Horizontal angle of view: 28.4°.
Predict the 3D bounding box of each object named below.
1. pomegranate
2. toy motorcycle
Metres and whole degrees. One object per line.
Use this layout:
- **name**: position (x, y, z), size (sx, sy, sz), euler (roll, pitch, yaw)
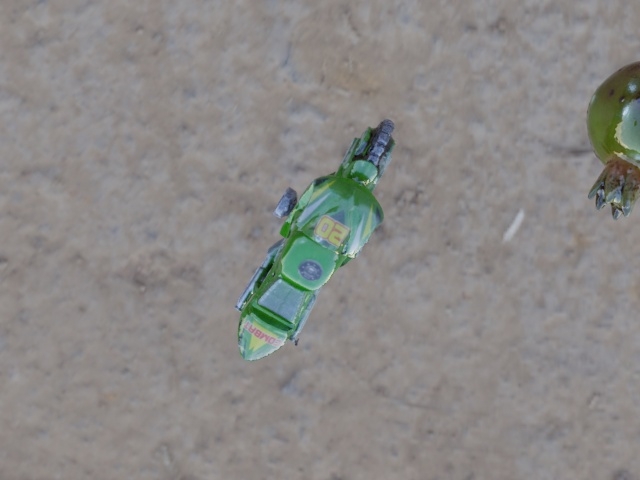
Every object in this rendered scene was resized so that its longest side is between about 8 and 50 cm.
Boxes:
- **pomegranate**: position (0.380, -0.119, 1.480), size (0.159, 0.205, 0.159), euler (27, 162, 10)
- **toy motorcycle**: position (0.000, 0.000, 0.899), size (0.074, 0.106, 0.190), euler (30, 125, -6)
